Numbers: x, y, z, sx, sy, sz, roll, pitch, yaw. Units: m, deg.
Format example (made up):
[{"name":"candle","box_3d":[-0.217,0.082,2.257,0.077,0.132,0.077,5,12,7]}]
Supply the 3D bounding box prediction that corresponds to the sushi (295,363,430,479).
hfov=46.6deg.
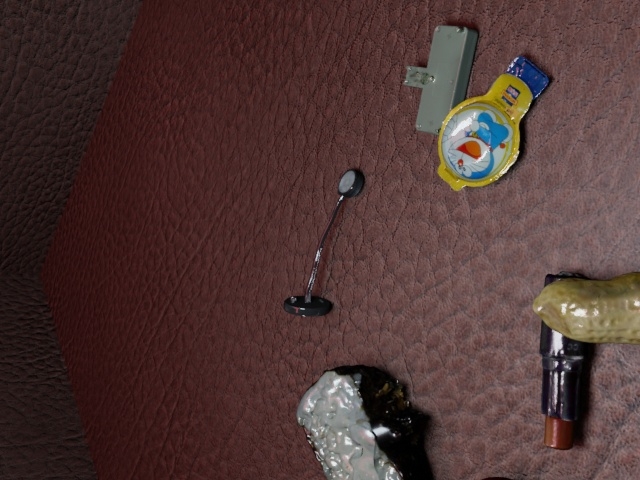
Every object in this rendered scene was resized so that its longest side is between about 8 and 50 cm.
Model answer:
[{"name":"sushi","box_3d":[0.115,0.410,1.534,0.234,0.208,0.348,-36,67,32]}]

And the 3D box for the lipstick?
[{"name":"lipstick","box_3d":[0.409,0.202,1.254,0.081,0.081,0.299,4,92,51]}]

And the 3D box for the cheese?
[{"name":"cheese","box_3d":[0.315,-0.214,1.388,0.177,0.069,0.270,51,118,31]}]

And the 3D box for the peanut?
[{"name":"peanut","box_3d":[0.451,0.103,1.149,0.237,0.110,0.120,-1,59,28]}]

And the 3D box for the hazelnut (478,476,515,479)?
[{"name":"hazelnut","box_3d":[0.306,0.526,1.276,0.230,0.230,0.229,-1,89,51]}]

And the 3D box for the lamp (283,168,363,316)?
[{"name":"lamp","box_3d":[0.030,0.014,1.768,0.130,0.109,0.371,28,96,61]}]

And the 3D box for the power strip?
[{"name":"power strip","box_3d":[0.229,-0.326,1.504,0.145,0.061,0.215,23,107,48]}]
